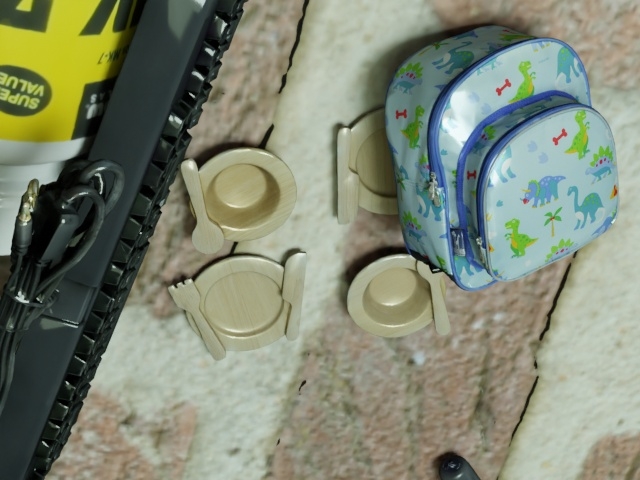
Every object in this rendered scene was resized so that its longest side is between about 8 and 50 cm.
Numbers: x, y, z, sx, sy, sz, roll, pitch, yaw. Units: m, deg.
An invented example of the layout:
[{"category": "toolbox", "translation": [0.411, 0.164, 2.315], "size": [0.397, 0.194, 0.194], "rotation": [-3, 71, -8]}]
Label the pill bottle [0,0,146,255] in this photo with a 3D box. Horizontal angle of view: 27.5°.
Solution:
[{"category": "pill bottle", "translation": [-0.130, -0.106, 0.544], "size": [0.119, 0.119, 0.208], "rotation": [11, 120, -17]}]

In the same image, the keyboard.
[{"category": "keyboard", "translation": [-0.106, 0.020, 0.586], "size": [0.033, 0.201, 0.317], "rotation": [27, 118, 3]}]

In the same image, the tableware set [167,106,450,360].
[{"category": "tableware set", "translation": [0.000, 0.000, 0.695], "size": [0.169, 0.020, 0.141], "rotation": [-10, 124, -5]}]

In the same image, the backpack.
[{"category": "backpack", "translation": [0.091, -0.043, 0.638], "size": [0.105, 0.084, 0.114], "rotation": [-25, 117, -21]}]

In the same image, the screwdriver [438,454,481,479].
[{"category": "screwdriver", "translation": [0.115, 0.194, 0.841], "size": [0.025, 0.024, 0.170], "rotation": [-10, 131, 31]}]
